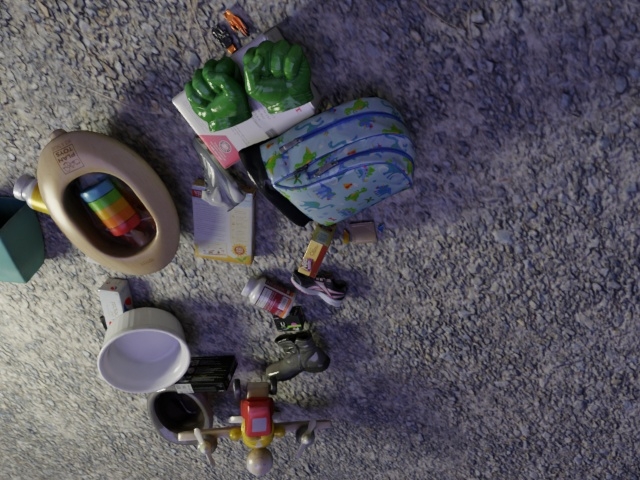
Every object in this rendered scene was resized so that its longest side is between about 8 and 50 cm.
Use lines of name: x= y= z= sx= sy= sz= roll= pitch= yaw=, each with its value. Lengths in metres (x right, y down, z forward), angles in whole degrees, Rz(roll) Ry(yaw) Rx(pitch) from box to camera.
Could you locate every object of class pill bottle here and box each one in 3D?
pill bottle: x=-0.157 y=0.166 z=1.550 sx=0.152 sy=0.086 sz=0.086 roll=27 pitch=123 yaw=-6
pill bottle: x=-0.765 y=-0.125 z=1.468 sx=0.184 sy=0.103 sz=0.103 roll=18 pitch=123 yaw=-2

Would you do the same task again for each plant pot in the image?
plant pot: x=-0.952 y=0.010 z=1.561 sx=0.166 sy=0.165 sz=0.234 roll=4 pitch=130 yaw=8

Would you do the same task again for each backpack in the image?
backpack: x=0.044 y=-0.178 z=1.198 sx=0.356 sy=0.273 sz=0.290 roll=-35 pitch=147 yaw=8

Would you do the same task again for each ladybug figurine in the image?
ladybug figurine: x=-0.554 y=-0.110 z=1.386 sx=0.305 sy=0.161 sz=0.449 roll=-22 pitch=120 yaw=6

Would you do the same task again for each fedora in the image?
fedora: x=-0.490 y=0.592 z=1.858 sx=0.244 sy=0.124 sz=0.275 roll=-5 pitch=114 yaw=12

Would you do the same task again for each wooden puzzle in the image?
wooden puzzle: x=0.118 y=-0.022 z=1.424 sx=0.117 sy=0.014 sz=0.078 roll=0 pitch=126 yaw=11

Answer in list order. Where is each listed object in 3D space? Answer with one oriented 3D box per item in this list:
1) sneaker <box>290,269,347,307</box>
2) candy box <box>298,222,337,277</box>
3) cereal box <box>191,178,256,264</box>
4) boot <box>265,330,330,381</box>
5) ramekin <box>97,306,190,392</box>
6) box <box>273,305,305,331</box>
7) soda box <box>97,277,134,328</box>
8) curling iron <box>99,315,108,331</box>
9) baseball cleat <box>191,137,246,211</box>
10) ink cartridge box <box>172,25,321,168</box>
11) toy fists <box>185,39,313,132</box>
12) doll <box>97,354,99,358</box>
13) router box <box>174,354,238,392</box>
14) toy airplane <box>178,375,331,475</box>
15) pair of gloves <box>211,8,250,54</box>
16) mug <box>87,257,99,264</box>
sneaker: x=0.000 y=0.123 z=1.514 sx=0.178 sy=0.072 sz=0.077 roll=26 pitch=111 yaw=-16
candy box: x=0.000 y=0.000 z=1.355 sx=0.053 sy=0.186 sz=0.109 roll=22 pitch=124 yaw=-2
cereal box: x=-0.272 y=-0.049 z=1.457 sx=0.173 sy=0.047 sz=0.240 roll=9 pitch=122 yaw=4
boot: x=-0.102 y=0.362 z=1.654 sx=0.247 sy=0.083 sz=0.161 roll=-20 pitch=120 yaw=26
ramekin: x=-0.567 y=0.348 z=1.664 sx=0.278 sy=0.135 sz=0.277 roll=-9 pitch=123 yaw=-13
box: x=-0.097 y=0.245 z=1.609 sx=0.084 sy=0.052 sz=0.062 roll=-7 pitch=121 yaw=16
soda box: x=-0.664 y=0.231 z=1.696 sx=0.074 sy=0.069 sz=0.216 roll=6 pitch=122 yaw=7
curling iron: x=-0.699 y=0.366 z=1.808 sx=0.068 sy=0.035 sz=0.273 roll=-13 pitch=119 yaw=13
baseball cleat: x=-0.288 y=-0.167 z=1.341 sx=0.109 sy=0.072 sz=0.205 roll=-39 pitch=89 yaw=6
ink cartridge box: x=-0.168 y=-0.333 z=1.217 sx=0.283 sy=0.117 sz=0.207 roll=-26 pitch=114 yaw=24
toy fists: x=-0.156 y=-0.329 z=1.090 sx=0.280 sy=0.096 sz=0.142 roll=-12 pitch=117 yaw=18
doll: x=-0.710 y=0.417 z=1.790 sx=0.129 sy=0.046 sz=0.188 roll=16 pitch=123 yaw=-19
router box: x=-0.386 y=0.453 z=1.746 sx=0.179 sy=0.133 sz=0.046 roll=-5 pitch=119 yaw=14
toy airplane: x=-0.213 y=0.637 z=1.704 sx=0.386 sy=0.272 sz=0.384 roll=-27 pitch=143 yaw=27
pair of gloves: x=-0.209 y=-0.484 z=1.193 sx=0.083 sy=0.010 sz=0.074 roll=-36 pitch=111 yaw=30
mug: x=-0.679 y=0.048 z=1.598 sx=0.064 sy=0.078 sz=0.062 roll=22 pitch=91 yaw=-14
